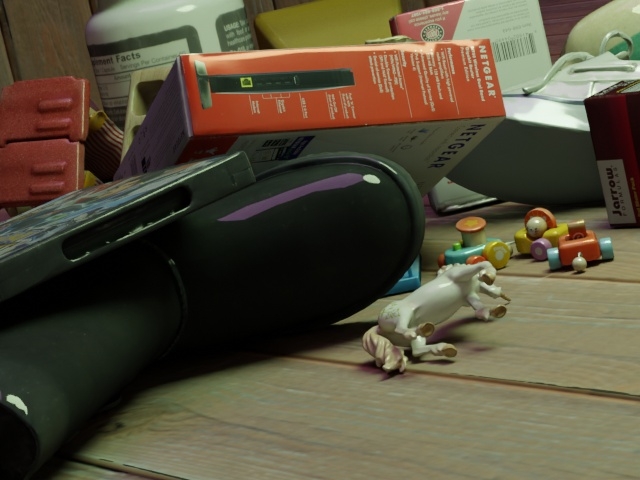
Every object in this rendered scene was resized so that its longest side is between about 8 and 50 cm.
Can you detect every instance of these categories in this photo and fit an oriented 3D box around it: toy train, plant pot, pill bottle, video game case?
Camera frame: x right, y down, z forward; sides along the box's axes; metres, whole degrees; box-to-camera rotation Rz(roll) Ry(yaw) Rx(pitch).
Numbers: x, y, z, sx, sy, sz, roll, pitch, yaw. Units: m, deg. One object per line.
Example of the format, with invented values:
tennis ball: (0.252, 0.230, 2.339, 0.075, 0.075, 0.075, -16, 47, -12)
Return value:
toy train: (0.177, 0.001, 1.571, 0.166, 0.046, 0.125, -10, 11, 13)
plant pot: (0.039, -0.216, 2.452, 0.212, 0.212, 0.187, -14, 23, -4)
pill bottle: (-0.176, -0.203, 2.183, 0.204, 0.361, 0.204, -12, 11, 2)
video game case: (-0.225, 0.000, 1.414, 0.248, 0.035, 0.275, -27, 10, -36)

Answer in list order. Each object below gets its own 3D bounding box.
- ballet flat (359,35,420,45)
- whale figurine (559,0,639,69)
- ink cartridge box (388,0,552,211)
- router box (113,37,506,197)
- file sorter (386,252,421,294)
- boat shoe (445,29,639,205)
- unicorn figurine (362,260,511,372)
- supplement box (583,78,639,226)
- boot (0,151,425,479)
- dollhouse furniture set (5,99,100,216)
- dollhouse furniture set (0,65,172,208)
ballet flat: (-0.009, -0.159, 1.730, 0.250, 0.058, 0.084, -20, -18, 32)
whale figurine: (0.348, -0.189, 1.996, 0.216, 0.141, 0.272, -27, -8, -29)
ink cartridge box: (0.174, -0.154, 1.907, 0.158, 0.218, 0.092, -13, 6, -1)
router box: (-0.023, -0.089, 1.702, 0.301, 0.082, 0.335, -5, -16, -18)
file sorter: (0.000, 0.000, 1.634, 0.170, 0.104, 0.118, -12, 10, 6)
boat shoe: (0.290, -0.139, 1.773, 0.367, 0.136, 0.156, -4, 44, 28)
unicorn figurine: (0.101, 0.050, 1.380, 0.162, 0.060, 0.111, -17, 12, -20)
supplement box: (0.362, -0.085, 1.571, 0.239, 0.130, 0.073, -3, 15, 45)
boot: (-0.145, 0.065, 1.347, 0.367, 0.146, 0.445, -19, 4, 24)
dollhouse furniture set: (-0.329, -0.075, 2.180, 0.144, 0.151, 0.123, -16, 30, -17)
dollhouse furniture set: (-0.159, -0.085, 1.935, 0.374, 0.152, 0.201, -4, -19, 22)
